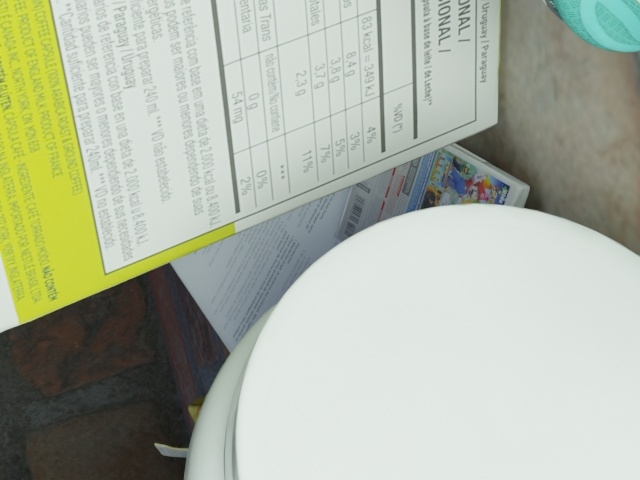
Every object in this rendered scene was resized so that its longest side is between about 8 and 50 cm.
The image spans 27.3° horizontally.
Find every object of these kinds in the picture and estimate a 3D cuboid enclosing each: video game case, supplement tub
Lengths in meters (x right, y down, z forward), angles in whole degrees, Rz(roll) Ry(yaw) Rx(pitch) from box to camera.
[{"bbox_3d":[0.059,-0.015,0.738,0.122,0.011,0.087,36,117,43],"label":"video game case"},{"bbox_3d":[0.051,0.145,0.622,0.325,0.235,0.235,102,150,-62],"label":"supplement tub"}]

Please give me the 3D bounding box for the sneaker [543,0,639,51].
[{"bbox_3d":[0.132,-0.100,0.342,0.110,0.107,0.275,64,165,6],"label":"sneaker"}]

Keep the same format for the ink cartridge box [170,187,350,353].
[{"bbox_3d":[0.000,0.000,0.854,0.224,0.045,0.223,54,129,34],"label":"ink cartridge box"}]

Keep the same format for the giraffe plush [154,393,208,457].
[{"bbox_3d":[-0.005,0.094,1.002,0.181,0.210,0.170,92,-172,-63],"label":"giraffe plush"}]

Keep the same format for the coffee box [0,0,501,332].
[{"bbox_3d":[-0.134,-0.213,0.664,0.337,0.334,0.338,42,147,44],"label":"coffee box"}]
